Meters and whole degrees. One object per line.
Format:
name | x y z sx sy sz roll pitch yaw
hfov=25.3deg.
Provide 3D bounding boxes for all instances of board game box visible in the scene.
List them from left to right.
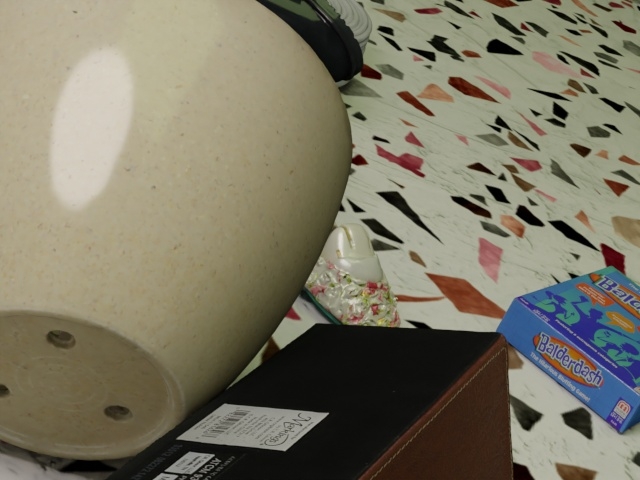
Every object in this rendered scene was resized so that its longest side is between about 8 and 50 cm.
board game box | 0.296 0.102 1.423 0.160 0.047 0.210 39 29 26

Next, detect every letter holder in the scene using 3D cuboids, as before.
letter holder | 0.007 0.204 0.912 0.152 0.214 0.302 1 17 27

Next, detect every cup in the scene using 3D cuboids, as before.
cup | -0.153 0.007 0.972 0.331 0.331 0.237 19 49 -12

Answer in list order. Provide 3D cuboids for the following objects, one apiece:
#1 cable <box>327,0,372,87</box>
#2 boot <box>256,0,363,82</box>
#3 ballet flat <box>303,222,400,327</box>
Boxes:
cable | -0.060 -0.284 1.774 0.257 0.089 0.257 33 28 16
boot | -0.102 -0.222 1.577 0.246 0.094 0.207 47 67 2
ballet flat | 0.000 0.000 1.324 0.091 0.077 0.241 0 36 -46
